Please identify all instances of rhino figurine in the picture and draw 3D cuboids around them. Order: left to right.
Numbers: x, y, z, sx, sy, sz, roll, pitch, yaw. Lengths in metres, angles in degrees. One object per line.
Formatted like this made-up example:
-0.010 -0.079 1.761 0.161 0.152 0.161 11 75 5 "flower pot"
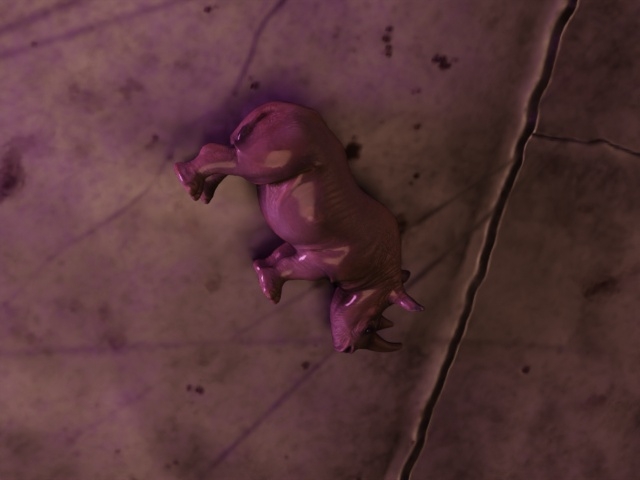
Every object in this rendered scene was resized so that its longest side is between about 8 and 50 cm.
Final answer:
0.000 0.000 1.315 0.106 0.073 0.243 -34 122 4 "rhino figurine"
